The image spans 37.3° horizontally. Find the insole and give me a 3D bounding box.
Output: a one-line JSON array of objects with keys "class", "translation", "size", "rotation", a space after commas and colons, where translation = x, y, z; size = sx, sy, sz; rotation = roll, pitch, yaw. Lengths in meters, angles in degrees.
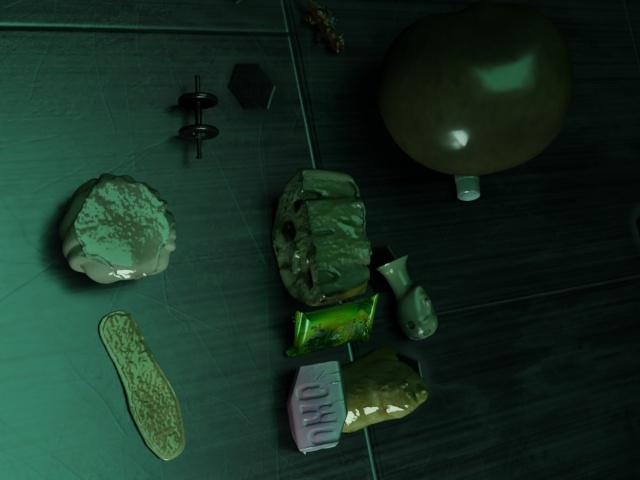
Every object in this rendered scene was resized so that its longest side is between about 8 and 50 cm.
[{"class": "insole", "translation": [-0.275, 0.225, 1.484], "size": [0.081, 0.011, 0.248], "rotation": [-27, 93, -33]}]

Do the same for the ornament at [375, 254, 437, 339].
[{"class": "ornament", "translation": [0.165, 0.108, 1.754], "size": [0.074, 0.081, 0.156], "rotation": [-20, 85, -49]}]

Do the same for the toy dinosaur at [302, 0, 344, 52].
[{"class": "toy dinosaur", "translation": [0.002, -0.420, 1.787], "size": [0.055, 0.049, 0.154], "rotation": [-38, 105, -30]}]

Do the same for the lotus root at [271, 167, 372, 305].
[{"class": "lotus root", "translation": [0.000, 0.000, 1.639], "size": [0.119, 0.138, 0.235], "rotation": [2, 77, -38]}]

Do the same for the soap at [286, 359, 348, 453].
[{"class": "soap", "translation": [-0.006, 0.282, 1.597], "size": [0.100, 0.056, 0.149], "rotation": [-8, 83, -4]}]

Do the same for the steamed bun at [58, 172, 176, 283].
[{"class": "steamed bun", "translation": [-0.315, -0.015, 1.459], "size": [0.182, 0.106, 0.183], "rotation": [10, 71, -29]}]

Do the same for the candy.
[{"class": "candy", "translation": [0.024, 0.149, 1.650], "size": [0.178, 0.102, 0.032], "rotation": [-9, 40, -36]}]

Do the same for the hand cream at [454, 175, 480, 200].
[{"class": "hand cream", "translation": [0.292, -0.169, 1.923], "size": [0.076, 0.047, 0.174], "rotation": [11, 64, -29]}]

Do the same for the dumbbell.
[{"class": "dumbbell", "translation": [-0.205, -0.208, 1.594], "size": [0.069, 0.069, 0.147], "rotation": [4, 77, -32]}]

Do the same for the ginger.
[{"class": "ginger", "translation": [0.095, 0.276, 1.653], "size": [0.193, 0.122, 0.115], "rotation": [-29, 107, -25]}]

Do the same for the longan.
[{"class": "longan", "translation": [0.286, -0.284, 1.762], "size": [0.360, 0.361, 0.361], "rotation": [8, 75, -31]}]
